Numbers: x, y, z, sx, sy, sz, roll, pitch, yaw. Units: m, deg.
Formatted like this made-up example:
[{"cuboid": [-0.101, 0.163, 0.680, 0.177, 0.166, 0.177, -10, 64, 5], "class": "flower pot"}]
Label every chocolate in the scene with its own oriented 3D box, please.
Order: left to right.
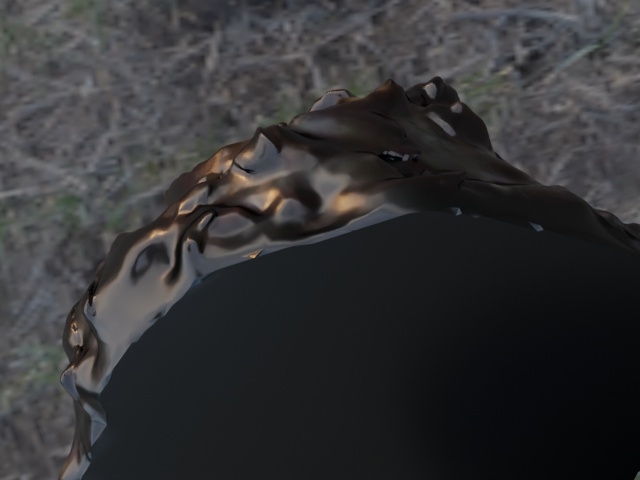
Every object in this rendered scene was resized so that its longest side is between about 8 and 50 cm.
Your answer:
[{"cuboid": [0.000, 0.000, 0.705, 0.224, 0.206, 0.177, -19, 49, 3], "class": "chocolate"}]
